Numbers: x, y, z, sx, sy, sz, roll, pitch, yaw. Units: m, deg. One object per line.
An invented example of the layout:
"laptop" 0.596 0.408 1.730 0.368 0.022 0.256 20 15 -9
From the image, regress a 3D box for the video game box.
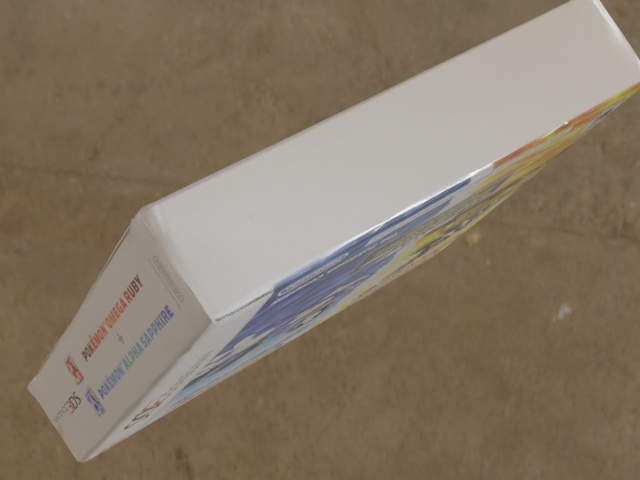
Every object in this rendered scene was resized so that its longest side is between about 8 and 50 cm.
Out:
"video game box" 0.000 0.000 0.499 0.205 0.187 0.048 -29 84 -30
